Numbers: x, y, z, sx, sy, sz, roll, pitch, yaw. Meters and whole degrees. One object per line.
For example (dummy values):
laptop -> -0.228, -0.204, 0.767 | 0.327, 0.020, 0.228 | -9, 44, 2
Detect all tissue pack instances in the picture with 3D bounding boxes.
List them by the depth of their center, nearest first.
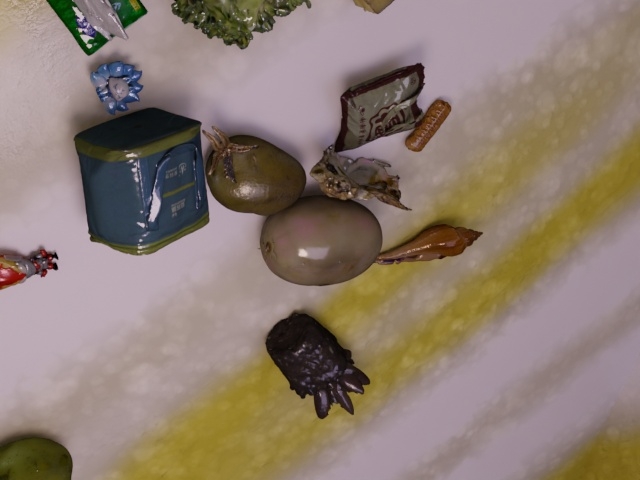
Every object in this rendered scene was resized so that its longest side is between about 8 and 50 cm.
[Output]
tissue pack -> -0.441, -0.473, 1.491 | 0.148, 0.156, 0.209 | -36, 128, -4

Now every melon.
melon -> 0.000, 0.000, 1.953 | 0.316, 0.223, 0.223 | -7, 119, -28

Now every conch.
conch -> 0.291, 0.008, 2.211 | 0.330, 0.109, 0.093 | -7, 81, -3

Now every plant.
plant -> -0.007, 0.341, 2.174 | 0.181, 0.194, 0.321 | -32, 123, 5

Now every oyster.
oyster -> 0.081, -0.137, 1.930 | 0.354, 0.201, 0.107 | 13, 124, -49

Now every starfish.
starfish -> -0.196, -0.191, 1.723 | 0.130, 0.041, 0.133 | -17, 116, -35

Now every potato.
potato -> -0.140, -0.146, 1.834 | 0.251, 0.159, 0.175 | 7, 102, -37
potato -> -0.727, 0.585, 1.870 | 0.304, 0.215, 0.216 | -31, 127, -22

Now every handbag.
handbag -> -0.365, -0.126, 1.664 | 0.263, 0.222, 0.241 | -36, 132, -44
handbag -> 0.143, -0.312, 1.918 | 0.234, 0.127, 0.213 | -20, 148, -13

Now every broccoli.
broccoli -> -0.153, -0.562, 1.573 | 0.324, 0.271, 0.334 | -57, 133, -44

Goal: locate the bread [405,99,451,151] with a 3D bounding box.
bread -> 0.278, -0.295, 2.060 | 0.052, 0.044, 0.157 | 35, 95, -32

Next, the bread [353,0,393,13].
bread -> 0.141, -0.643, 1.737 | 0.240, 0.135, 0.178 | -41, 128, -1

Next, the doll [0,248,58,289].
doll -> -0.655, 0.060, 1.725 | 0.169, 0.057, 0.109 | -19, 141, -37

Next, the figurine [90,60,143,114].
figurine -> -0.410, -0.321, 1.637 | 0.114, 0.079, 0.114 | -9, 114, -21
